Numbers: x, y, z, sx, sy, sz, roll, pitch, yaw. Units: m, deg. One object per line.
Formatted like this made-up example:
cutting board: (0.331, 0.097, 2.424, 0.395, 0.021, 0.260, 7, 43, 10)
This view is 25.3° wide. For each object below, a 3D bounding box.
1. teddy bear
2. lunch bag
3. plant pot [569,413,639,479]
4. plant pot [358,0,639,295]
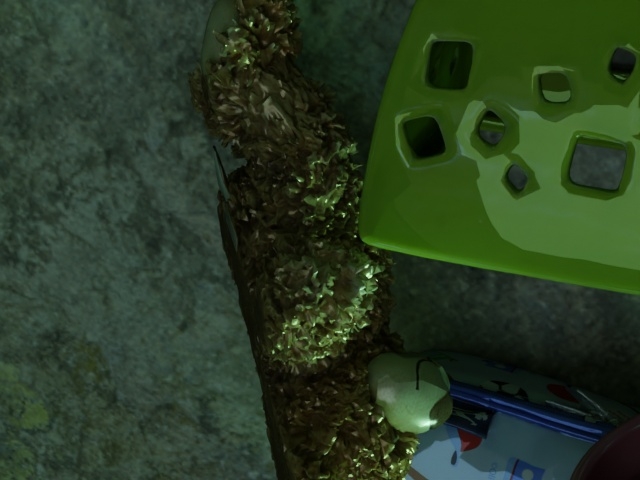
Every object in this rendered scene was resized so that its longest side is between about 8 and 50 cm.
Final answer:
teddy bear: (0.000, 0.000, 0.858, 0.113, 0.245, 0.338, -13, 74, -7)
lunch bag: (0.123, 0.232, 0.980, 0.243, 0.115, 0.303, 18, 102, 12)
plant pot: (0.250, 0.218, 0.830, 0.201, 0.201, 0.180, 0, 122, 20)
plant pot: (0.159, -0.111, 0.752, 0.227, 0.228, 0.207, 10, 116, 15)
